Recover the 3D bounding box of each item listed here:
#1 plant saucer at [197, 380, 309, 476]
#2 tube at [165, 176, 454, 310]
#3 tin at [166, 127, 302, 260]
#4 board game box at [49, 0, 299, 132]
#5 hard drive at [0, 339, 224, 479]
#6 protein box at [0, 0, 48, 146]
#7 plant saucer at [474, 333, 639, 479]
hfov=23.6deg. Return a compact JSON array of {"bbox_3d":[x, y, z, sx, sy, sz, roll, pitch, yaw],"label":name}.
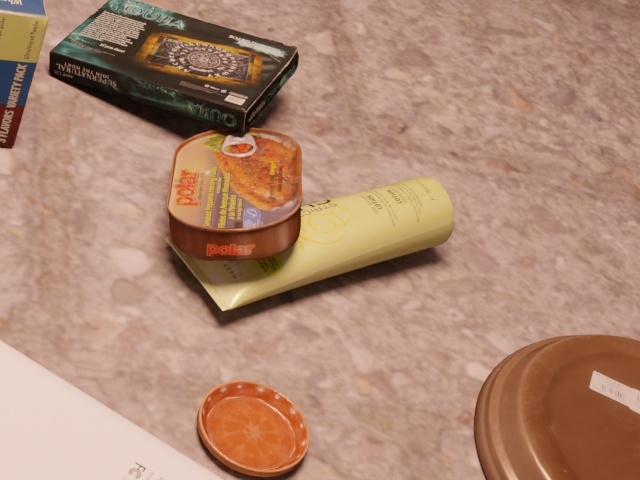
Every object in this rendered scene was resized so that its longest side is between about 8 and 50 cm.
[{"bbox_3d":[-0.049,0.137,1.103,0.083,0.013,0.083,14,41,-13],"label":"plant saucer"},{"bbox_3d":[0.000,0.000,1.249,0.240,0.070,0.062,-15,95,-31],"label":"tube"},{"bbox_3d":[-0.068,-0.039,1.229,0.106,0.040,0.190,3,28,-2],"label":"tin"},{"bbox_3d":[-0.127,-0.158,1.349,0.186,0.026,0.126,18,37,13],"label":"board game box"},{"bbox_3d":[-0.202,0.165,0.971,0.307,0.040,0.203,30,39,7],"label":"hard drive"},{"bbox_3d":[-0.340,-0.199,1.229,0.200,0.136,0.201,4,43,-24],"label":"protein box"},{"bbox_3d":[0.255,0.172,1.203,0.278,0.041,0.278,14,40,-12],"label":"plant saucer"}]
